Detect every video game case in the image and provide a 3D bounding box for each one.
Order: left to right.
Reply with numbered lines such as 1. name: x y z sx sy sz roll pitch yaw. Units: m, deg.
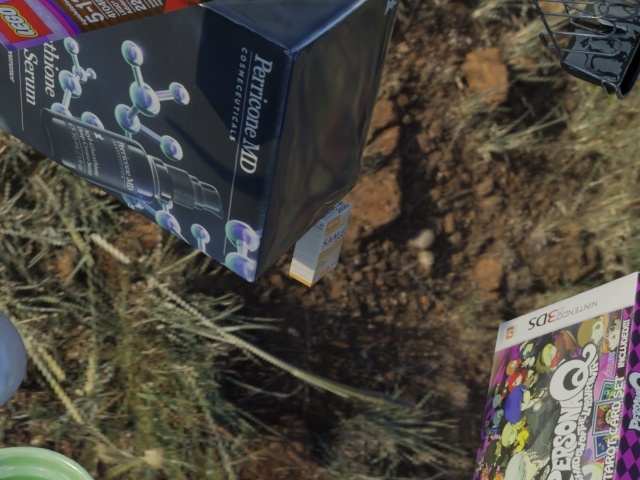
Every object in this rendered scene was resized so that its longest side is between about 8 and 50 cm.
1. video game case: 0.214 0.162 0.919 0.041 0.210 0.232 23 65 -17

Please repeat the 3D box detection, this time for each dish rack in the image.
1. dish rack: 0.234 -0.265 0.846 0.271 0.074 0.208 39 74 -58

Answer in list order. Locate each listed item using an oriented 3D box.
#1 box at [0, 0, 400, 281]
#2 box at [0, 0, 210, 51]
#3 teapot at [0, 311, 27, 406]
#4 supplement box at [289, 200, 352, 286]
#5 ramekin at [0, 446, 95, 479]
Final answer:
1. box: -0.149 -0.201 1.059 0.395 0.294 0.212 30 47 17
2. box: -0.196 -0.253 0.650 0.293 0.200 0.057 54 34 -50
3. teapot: -0.601 0.171 1.635 0.252 0.256 0.187 -63 147 -48
4. supplement box: 0.000 0.000 1.279 0.036 0.098 0.062 29 37 21
5. ramekin: -0.464 0.480 1.562 0.303 0.148 0.303 1 47 -1
